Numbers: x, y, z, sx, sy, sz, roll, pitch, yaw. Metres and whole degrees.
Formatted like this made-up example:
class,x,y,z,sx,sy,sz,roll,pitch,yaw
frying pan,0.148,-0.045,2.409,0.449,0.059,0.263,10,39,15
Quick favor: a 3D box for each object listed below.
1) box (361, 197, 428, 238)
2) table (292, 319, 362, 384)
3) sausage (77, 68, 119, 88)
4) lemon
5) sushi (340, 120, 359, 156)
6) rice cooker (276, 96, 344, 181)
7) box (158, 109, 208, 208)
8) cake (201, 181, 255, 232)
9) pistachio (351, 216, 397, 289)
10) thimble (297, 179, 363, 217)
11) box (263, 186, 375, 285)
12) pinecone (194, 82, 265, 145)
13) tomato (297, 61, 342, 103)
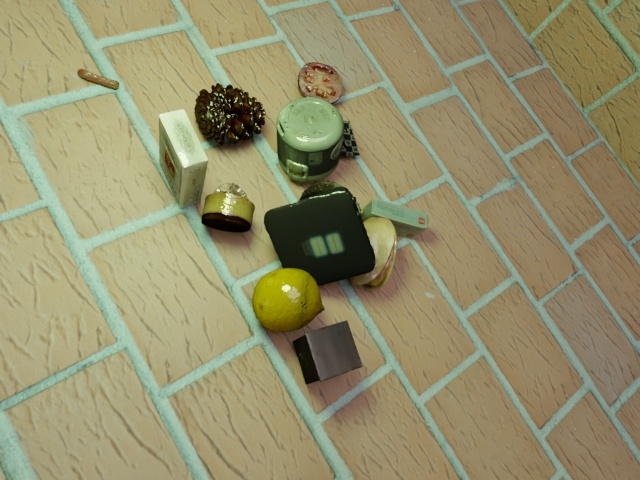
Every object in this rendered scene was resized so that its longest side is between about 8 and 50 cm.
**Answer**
class,x,y,z,sx,sy,sz,roll,pitch,yaw
box,0.317,-0.091,1.973,0.270,0.135,0.079,15,65,-15
table,0.012,0.402,1.633,0.173,0.193,0.169,-12,75,-24
sausage,-0.871,-0.632,1.803,0.158,0.042,0.036,18,102,-11
lemon,-0.127,0.214,1.637,0.254,0.228,0.228,-18,74,9
sushi,0.089,-0.453,2.091,0.139,0.031,0.200,-5,68,-22
rice cooker,-0.045,-0.404,1.884,0.289,0.277,0.288,2,60,-3
box,-0.493,-0.280,1.634,0.095,0.330,0.210,-22,79,-26
cake,-0.335,-0.133,1.704,0.185,0.208,0.178,11,80,-12
pistachio,0.216,0.047,1.853,0.188,0.187,0.299,15,74,-15
thimble,0.019,-0.087,1.853,0.271,0.150,0.270,7,68,-17
box,0.000,0.000,1.685,0.351,0.091,0.359,-17,112,13
pinecone,-0.353,-0.498,1.848,0.292,0.246,0.246,-4,70,-42
tomato,-0.009,-0.707,2.124,0.225,0.085,0.224,6,71,-19
